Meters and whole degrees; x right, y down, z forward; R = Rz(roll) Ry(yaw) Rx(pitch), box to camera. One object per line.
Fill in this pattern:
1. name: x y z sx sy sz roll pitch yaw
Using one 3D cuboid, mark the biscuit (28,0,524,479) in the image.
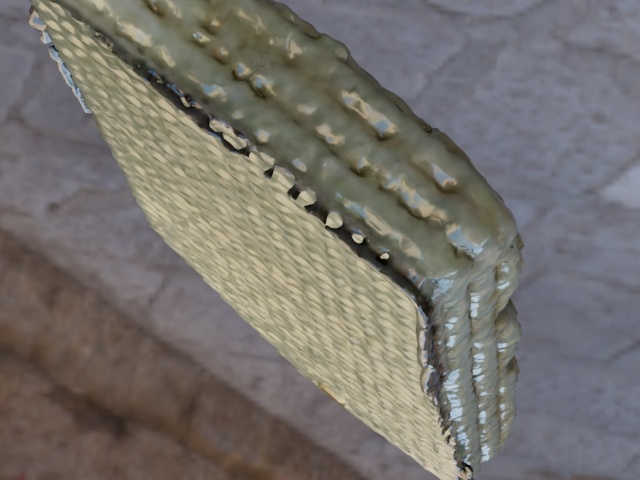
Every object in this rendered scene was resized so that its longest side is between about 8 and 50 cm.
1. biscuit: 0.000 0.000 0.521 0.150 0.052 0.252 39 168 19
